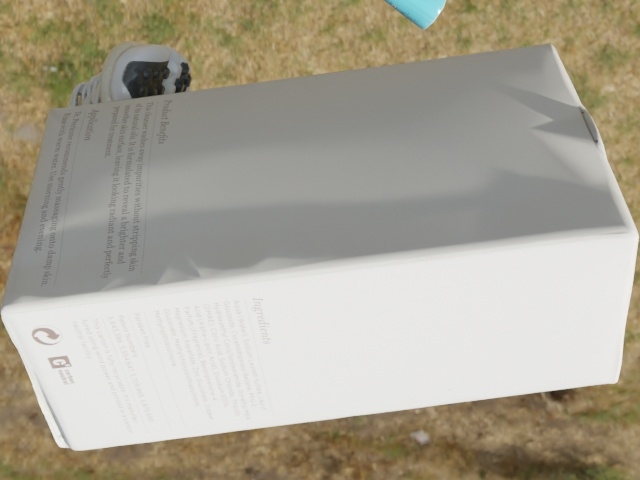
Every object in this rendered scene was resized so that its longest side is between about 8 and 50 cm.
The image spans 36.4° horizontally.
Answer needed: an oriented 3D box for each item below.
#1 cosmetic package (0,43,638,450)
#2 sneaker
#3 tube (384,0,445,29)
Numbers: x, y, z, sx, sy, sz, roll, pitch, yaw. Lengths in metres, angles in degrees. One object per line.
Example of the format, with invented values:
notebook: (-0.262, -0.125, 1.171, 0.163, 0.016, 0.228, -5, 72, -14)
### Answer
cosmetic package: (0.000, 0.000, 0.684, 0.384, 0.217, 0.156, -5, 133, 2)
sneaker: (-0.180, -0.112, 0.890, 0.118, 0.110, 0.292, 18, 171, -2)
tube: (0.059, -0.338, 1.200, 0.207, 0.080, 0.052, 30, 114, -17)
